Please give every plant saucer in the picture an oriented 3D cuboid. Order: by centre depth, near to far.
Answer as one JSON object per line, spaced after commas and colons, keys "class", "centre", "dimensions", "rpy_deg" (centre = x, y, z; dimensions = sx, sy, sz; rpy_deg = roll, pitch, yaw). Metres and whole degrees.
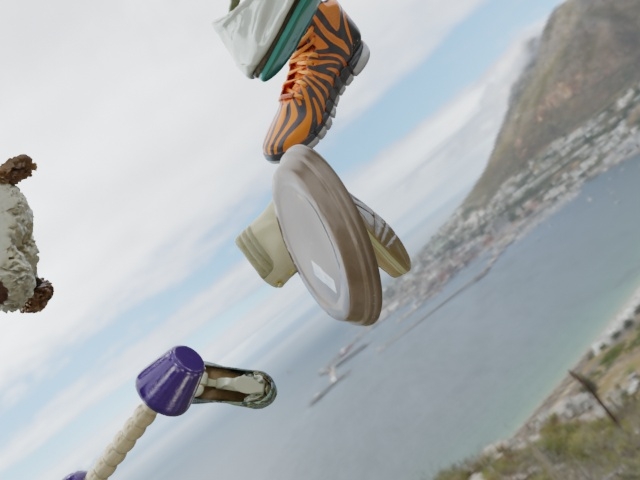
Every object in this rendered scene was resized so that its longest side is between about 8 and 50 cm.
{"class": "plant saucer", "centre": [0.000, 0.000, 1.070], "dimensions": [0.041, 0.278, 0.278], "rpy_deg": [-24, -8, -19]}

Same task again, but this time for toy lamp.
{"class": "toy lamp", "centre": [-0.239, 0.241, 0.961], "dimensions": [0.274, 0.080, 0.080], "rpy_deg": [-49, -7, 21]}

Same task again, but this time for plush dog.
{"class": "plush dog", "centre": [-0.492, 0.003, 1.103], "dimensions": [0.210, 0.262, 0.225], "rpy_deg": [-60, -2, -38]}

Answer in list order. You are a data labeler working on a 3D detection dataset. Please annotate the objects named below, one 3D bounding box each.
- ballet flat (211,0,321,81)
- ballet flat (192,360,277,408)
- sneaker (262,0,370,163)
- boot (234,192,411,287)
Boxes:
{"class": "ballet flat", "centre": [-0.018, -0.378, 0.950], "dimensions": [0.400, 0.139, 0.139], "rpy_deg": [-47, -8, 34]}
{"class": "ballet flat", "centre": [-0.153, 0.205, 1.094], "dimensions": [0.188, 0.070, 0.070], "rpy_deg": [6, -16, -12]}
{"class": "sneaker", "centre": [-0.042, -0.295, 1.313], "dimensions": [0.125, 0.180, 0.321], "rpy_deg": [3, 55, 39]}
{"class": "boot", "centre": [0.003, 0.017, 1.287], "dimensions": [0.203, 0.262, 0.095], "rpy_deg": [-48, 8, 21]}
